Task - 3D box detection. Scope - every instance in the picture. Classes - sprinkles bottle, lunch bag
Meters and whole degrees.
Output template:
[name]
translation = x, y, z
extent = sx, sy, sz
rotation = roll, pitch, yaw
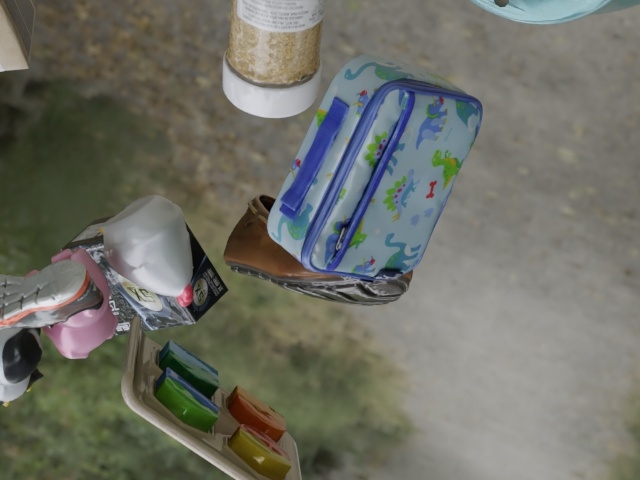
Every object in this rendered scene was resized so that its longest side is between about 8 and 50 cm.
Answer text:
[sprinkles bottle]
translation = -0.045, -0.315, 2.047
extent = 0.121, 0.121, 0.355
rotation = 20, 134, 12
[lunch bag]
translation = 0.053, -0.067, 1.725
extent = 0.176, 0.219, 0.090
rotation = 10, -159, -47

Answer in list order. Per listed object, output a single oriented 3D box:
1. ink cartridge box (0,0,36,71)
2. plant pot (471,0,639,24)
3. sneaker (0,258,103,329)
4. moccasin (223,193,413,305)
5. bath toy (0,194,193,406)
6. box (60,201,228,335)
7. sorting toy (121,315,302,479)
[ink cartridge box]
translation = -0.448, -0.260, 1.889
extent = 0.235, 0.088, 0.193
rotation = -6, 149, 7
[plant pot]
translation = 0.199, -0.288, 1.334
extent = 0.272, 0.255, 0.271
rotation = 12, 121, 21
[sneaker]
translation = -0.278, 0.068, 1.680
extent = 0.158, 0.061, 0.065
rotation = -12, 140, 27
[moccasin]
translation = 0.003, 0.001, 2.289
extent = 0.139, 0.147, 0.380
rotation = 15, 180, -24
[bath toy]
translation = -0.277, 0.086, 1.879
extent = 0.129, 0.348, 0.151
rotation = 59, 159, -12
[box]
translation = -0.236, 0.040, 2.320
extent = 0.180, 0.077, 0.147
rotation = -10, 117, 46
[sorting toy]
translation = -0.087, 0.154, 1.526
extent = 0.208, 0.038, 0.193
rotation = 40, -172, -12
